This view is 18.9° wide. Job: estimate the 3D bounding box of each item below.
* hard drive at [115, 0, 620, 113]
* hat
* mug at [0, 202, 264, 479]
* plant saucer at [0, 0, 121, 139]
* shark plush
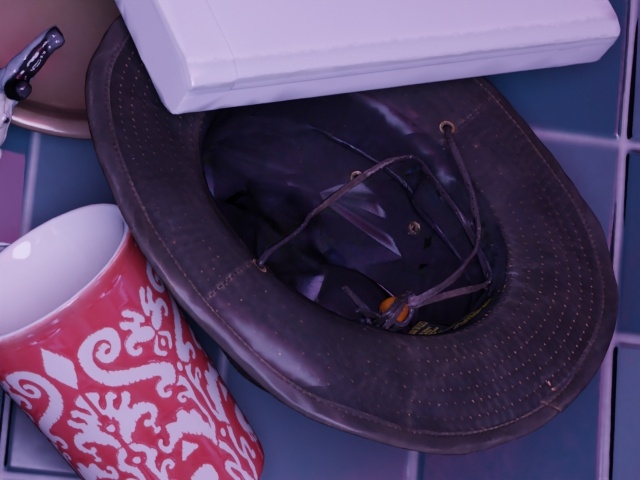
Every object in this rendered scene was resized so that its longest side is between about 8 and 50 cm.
[{"bbox_3d":[0.011,-0.179,1.126,0.307,0.040,0.203,-10,63,-34],"label":"hard drive"},{"bbox_3d":[0.000,0.000,1.108,0.331,0.134,0.331,15,51,-20],"label":"hat"},{"bbox_3d":[-0.104,0.068,1.078,0.169,0.113,0.150,58,37,-26],"label":"mug"},{"bbox_3d":[-0.142,-0.193,1.166,0.278,0.041,0.278,3,79,-13],"label":"plant saucer"},{"bbox_3d":[-0.216,-0.071,1.088,0.161,0.073,0.067,-41,65,21],"label":"shark plush"}]
